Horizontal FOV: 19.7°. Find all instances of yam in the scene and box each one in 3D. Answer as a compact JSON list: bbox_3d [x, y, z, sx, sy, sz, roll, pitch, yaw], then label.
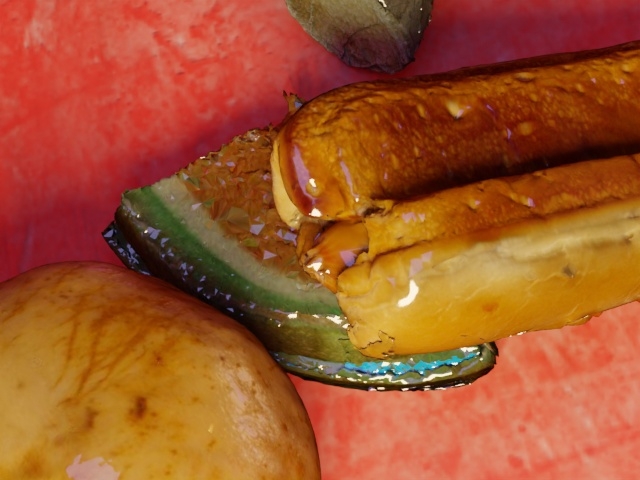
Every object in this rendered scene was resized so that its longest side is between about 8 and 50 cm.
[{"bbox_3d":[0.044,-0.204,1.121,0.107,0.107,0.183,23,74,13],"label":"yam"}]

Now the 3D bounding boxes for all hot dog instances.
[{"bbox_3d":[0.139,-0.025,1.011,0.348,0.117,0.158,-13,55,-23],"label":"hot dog"}]

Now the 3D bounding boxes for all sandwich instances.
[{"bbox_3d":[0.000,0.009,1.068,0.235,0.079,0.159,36,80,15],"label":"sandwich"}]

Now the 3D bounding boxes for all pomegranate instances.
[{"bbox_3d":[-0.117,0.133,0.965,0.248,0.248,0.248,-2,73,6],"label":"pomegranate"}]
